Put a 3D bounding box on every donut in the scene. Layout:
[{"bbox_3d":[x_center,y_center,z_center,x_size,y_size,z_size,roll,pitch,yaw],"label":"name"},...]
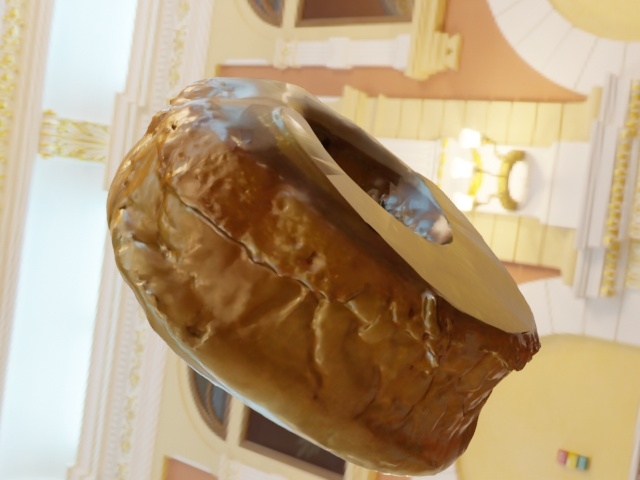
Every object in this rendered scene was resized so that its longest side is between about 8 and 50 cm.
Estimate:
[{"bbox_3d":[0.000,0.000,0.591,0.330,0.330,0.160,1,-55,-53],"label":"donut"}]
